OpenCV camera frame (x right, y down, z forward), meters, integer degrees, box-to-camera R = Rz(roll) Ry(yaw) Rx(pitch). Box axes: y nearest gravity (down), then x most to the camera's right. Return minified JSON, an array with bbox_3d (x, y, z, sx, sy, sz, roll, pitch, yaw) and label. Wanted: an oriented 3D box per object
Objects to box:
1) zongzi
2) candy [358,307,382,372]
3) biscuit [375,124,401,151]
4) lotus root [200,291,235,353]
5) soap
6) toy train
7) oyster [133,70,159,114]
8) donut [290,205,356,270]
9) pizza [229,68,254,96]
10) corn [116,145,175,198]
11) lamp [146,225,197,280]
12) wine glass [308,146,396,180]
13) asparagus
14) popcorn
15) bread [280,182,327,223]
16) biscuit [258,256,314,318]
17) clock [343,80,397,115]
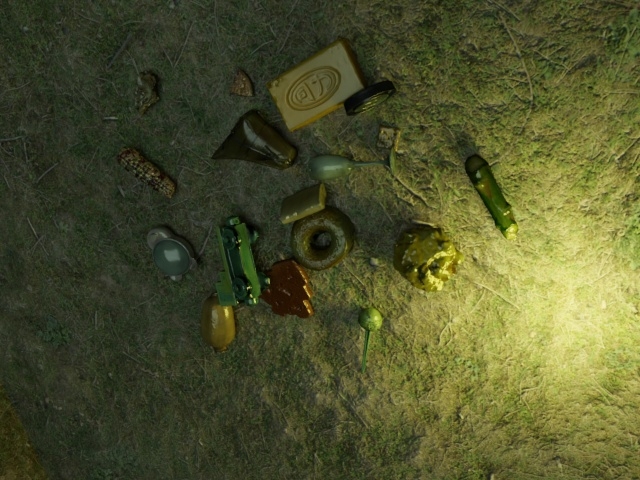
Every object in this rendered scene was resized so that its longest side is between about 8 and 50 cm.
[{"bbox_3d":[-0.254,-0.313,1.878,0.260,0.123,0.289,43,125,-5],"label":"zongzi"},{"bbox_3d":[0.189,0.420,2.042,0.092,0.092,0.336,-6,121,-20],"label":"candy"},{"bbox_3d":[0.240,-0.362,1.762,0.081,0.018,0.083,14,113,10],"label":"biscuit"},{"bbox_3d":[-0.445,0.363,2.165,0.146,0.131,0.304,8,112,15],"label":"lotus root"},{"bbox_3d":[-0.015,-0.536,1.730,0.324,0.096,0.204,-24,102,23],"label":"soap"},{"bbox_3d":[-0.345,0.085,2.019,0.237,0.150,0.369,-7,97,45],"label":"toy train"},{"bbox_3d":[-0.680,-0.569,1.936,0.105,0.056,0.177,28,114,18],"label":"oyster"},{"bbox_3d":[0.000,0.000,1.919,0.271,0.107,0.272,4,110,13],"label":"donut"},{"bbox_3d":[-0.288,-0.580,1.835,0.100,0.029,0.099,7,103,11],"label":"pizza"},{"bbox_3d":[-0.708,-0.280,2.034,0.280,0.092,0.092,36,115,-3],"label":"corn"},{"bbox_3d":[-0.649,0.052,2.125,0.179,0.108,0.246,-35,97,20],"label":"lamp"},{"bbox_3d":[0.126,-0.194,1.817,0.309,0.096,0.265,-3,112,19],"label":"wine glass"},{"bbox_3d":[0.597,-0.137,1.709,0.082,0.085,0.343,-30,97,-1],"label":"asparagus"},{"bbox_3d":[0.385,0.062,1.801,0.265,0.192,0.233,10,98,-13],"label":"popcorn"},{"bbox_3d":[-0.065,-0.136,1.877,0.178,0.140,0.060,-19,129,23],"label":"bread"},{"bbox_3d":[-0.136,0.189,2.040,0.283,0.043,0.306,26,126,11],"label":"biscuit"},{"bbox_3d":[0.163,-0.474,1.655,0.184,0.184,0.040,-23,91,22],"label":"clock"}]
